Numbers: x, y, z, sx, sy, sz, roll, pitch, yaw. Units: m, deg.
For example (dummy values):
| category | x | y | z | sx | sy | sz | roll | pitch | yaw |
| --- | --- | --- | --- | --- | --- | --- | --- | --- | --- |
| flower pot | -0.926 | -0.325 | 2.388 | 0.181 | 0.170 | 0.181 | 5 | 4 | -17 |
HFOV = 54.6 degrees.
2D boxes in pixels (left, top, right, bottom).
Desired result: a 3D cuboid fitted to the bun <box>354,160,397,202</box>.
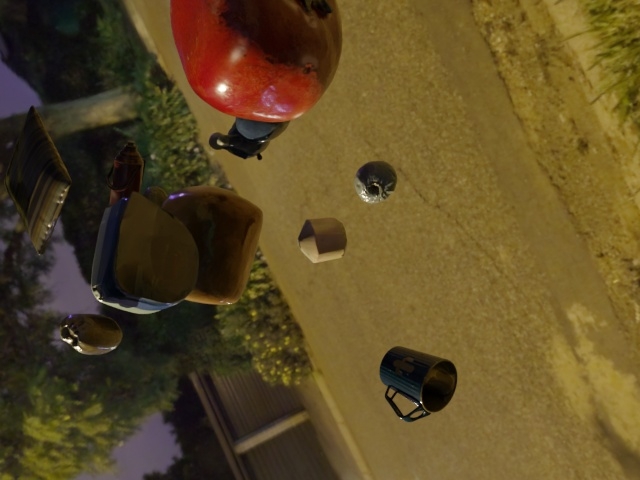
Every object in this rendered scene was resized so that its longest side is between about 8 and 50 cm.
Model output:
| category | x | y | z | sx | sy | sz | roll | pitch | yaw |
| --- | --- | --- | --- | --- | --- | --- | --- | --- | --- |
| bun | 0.098 | -0.103 | 1.110 | 0.045 | 0.083 | 0.083 | -79 | -22 | -53 |

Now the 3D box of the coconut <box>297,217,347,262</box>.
| category | x | y | z | sx | sy | sz | roll | pitch | yaw |
| --- | --- | --- | --- | --- | --- | --- | --- | --- | --- |
| coconut | 0.000 | 0.000 | 2.018 | 0.147 | 0.153 | 0.147 | 172 | 90 | -78 |

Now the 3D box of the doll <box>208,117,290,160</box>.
| category | x | y | z | sx | sy | sz | roll | pitch | yaw |
| --- | --- | --- | --- | --- | --- | --- | --- | --- | --- |
| doll | -0.192 | -0.343 | 1.814 | 0.154 | 0.228 | 0.258 | 50 | 142 | 6 |

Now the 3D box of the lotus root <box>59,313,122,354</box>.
| category | x | y | z | sx | sy | sz | roll | pitch | yaw |
| --- | --- | --- | --- | --- | --- | --- | --- | --- | --- |
| lotus root | -0.521 | 0.214 | 1.435 | 0.113 | 0.088 | 0.192 | 26 | 177 | 16 |

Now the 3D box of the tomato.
| category | x | y | z | sx | sy | sz | roll | pitch | yaw |
| --- | --- | --- | --- | --- | --- | --- | --- | --- | --- |
| tomato | -0.113 | -0.374 | 1.089 | 0.290 | 0.293 | 0.325 | -34 | 70 | 40 |

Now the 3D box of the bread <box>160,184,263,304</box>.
| category | x | y | z | sx | sy | sz | roll | pitch | yaw |
| --- | --- | --- | --- | --- | --- | --- | --- | --- | --- |
| bread | -0.375 | 0.010 | 2.008 | 0.253 | 0.348 | 0.376 | -159 | 87 | -78 |

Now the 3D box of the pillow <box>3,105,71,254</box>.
| category | x | y | z | sx | sy | sz | roll | pitch | yaw |
| --- | --- | --- | --- | --- | --- | --- | --- | --- | --- |
| pillow | -0.554 | -0.115 | 1.211 | 0.208 | 0.052 | 0.212 | -51 | 61 | 33 |

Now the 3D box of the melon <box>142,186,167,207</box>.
| category | x | y | z | sx | sy | sz | roll | pitch | yaw |
| --- | --- | --- | --- | --- | --- | --- | --- | --- | --- |
| melon | -0.575 | -0.107 | 2.149 | 0.099 | 0.099 | 0.162 | -135 | 46 | -56 |

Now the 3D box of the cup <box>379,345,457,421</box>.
| category | x | y | z | sx | sy | sz | roll | pitch | yaw |
| --- | --- | --- | --- | --- | --- | --- | --- | --- | --- |
| cup | 0.224 | 0.350 | 1.518 | 0.155 | 0.176 | 0.131 | 17 | 158 | 51 |

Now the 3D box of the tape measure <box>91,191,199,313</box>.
| category | x | y | z | sx | sy | sz | roll | pitch | yaw |
| --- | --- | --- | --- | --- | --- | --- | --- | --- | --- |
| tape measure | -0.440 | 0.049 | 1.562 | 0.262 | 0.138 | 0.259 | 30 | -125 | -45 |

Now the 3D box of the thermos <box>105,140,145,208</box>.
| category | x | y | z | sx | sy | sz | roll | pitch | yaw |
| --- | --- | --- | --- | --- | --- | --- | --- | --- | --- |
| thermos | -0.600 | -0.198 | 1.935 | 0.099 | 0.124 | 0.232 | 22 | 111 | 25 |
